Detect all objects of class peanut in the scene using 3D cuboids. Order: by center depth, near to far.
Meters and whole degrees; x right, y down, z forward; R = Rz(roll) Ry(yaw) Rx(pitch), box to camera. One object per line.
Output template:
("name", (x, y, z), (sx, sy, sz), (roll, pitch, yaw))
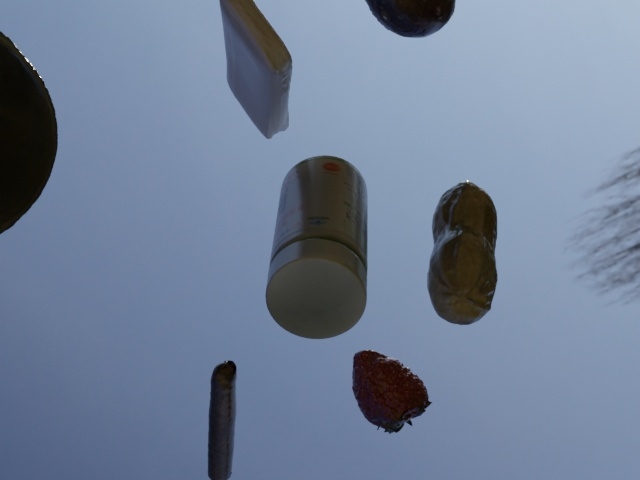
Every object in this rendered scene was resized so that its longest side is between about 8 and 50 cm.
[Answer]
("peanut", (0.185, 0.011, 1.252), (0.098, 0.090, 0.214), (55, -148, -40))

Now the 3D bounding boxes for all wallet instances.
("wallet", (-0.062, -0.164, 0.924), (0.033, 0.190, 0.095), (-31, -104, -12))

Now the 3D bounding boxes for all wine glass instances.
("wine glass", (-0.496, -0.120, 1.197), (0.267, 0.406, 0.267), (0, -89, -25))

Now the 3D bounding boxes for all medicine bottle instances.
("medicine bottle", (0.000, 0.000, 0.866), (0.086, 0.086, 0.183), (38, -154, -19))

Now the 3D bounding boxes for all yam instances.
("yam", (-0.159, 0.294, 1.556), (0.046, 0.263, 0.046), (4, -142, -3))

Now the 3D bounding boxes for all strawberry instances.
("strawberry", (0.118, 0.266, 1.719), (0.131, 0.131, 0.148), (-4, -125, -42))

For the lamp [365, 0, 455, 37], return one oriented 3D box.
("lamp", (0.127, -0.356, 1.307), (0.157, 0.135, 0.156), (51, -148, -23))
